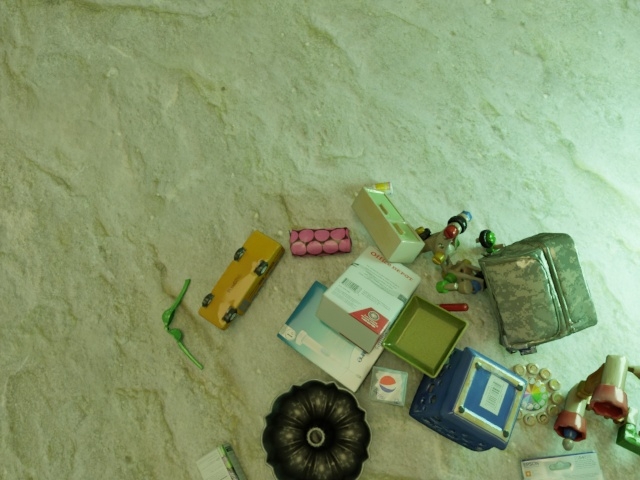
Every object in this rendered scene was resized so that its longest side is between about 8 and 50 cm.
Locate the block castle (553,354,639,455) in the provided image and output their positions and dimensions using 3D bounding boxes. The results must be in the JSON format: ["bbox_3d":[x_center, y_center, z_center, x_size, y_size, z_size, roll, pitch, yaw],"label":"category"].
[{"bbox_3d":[0.885,0.518,1.339,0.453,0.303,0.213,25,57,13],"label":"block castle"}]

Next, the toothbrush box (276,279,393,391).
[{"bbox_3d":[0.049,0.300,1.617,0.295,0.126,0.216,32,79,15],"label":"toothbrush box"}]

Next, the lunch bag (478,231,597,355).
[{"bbox_3d":[0.610,0.150,1.503,0.255,0.212,0.305,-17,94,-5],"label":"lunch bag"}]

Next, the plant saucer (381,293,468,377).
[{"bbox_3d":[0.305,0.279,1.505,0.188,0.045,0.188,28,77,34],"label":"plant saucer"}]

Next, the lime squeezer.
[{"bbox_3d":[-0.469,0.288,1.735,0.109,0.059,0.311,-5,69,-26],"label":"lime squeezer"}]

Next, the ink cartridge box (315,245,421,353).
[{"bbox_3d":[0.146,0.167,1.541,0.197,0.114,0.273,34,48,15],"label":"ink cartridge box"}]

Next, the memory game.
[{"bbox_3d":[0.634,0.459,1.555,0.186,0.012,0.186,-2,74,7],"label":"memory game"}]

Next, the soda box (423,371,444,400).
[{"bbox_3d":[0.346,0.394,1.587,0.062,0.058,0.183,-5,74,6],"label":"soda box"}]

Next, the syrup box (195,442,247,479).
[{"bbox_3d":[-0.271,0.740,1.549,0.096,0.093,0.237,-32,73,-3],"label":"syrup box"}]

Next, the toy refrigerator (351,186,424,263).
[{"bbox_3d":[0.211,-0.054,1.646,0.094,0.102,0.270,-59,41,31],"label":"toy refrigerator"}]

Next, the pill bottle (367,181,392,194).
[{"bbox_3d":[0.204,-0.175,1.776,0.083,0.043,0.044,-7,73,5],"label":"pill bottle"}]

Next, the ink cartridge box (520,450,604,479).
[{"bbox_3d":[0.690,0.720,1.456,0.223,0.045,0.224,-8,72,4],"label":"ink cartridge box"}]

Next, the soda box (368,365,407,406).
[{"bbox_3d":[0.194,0.417,1.480,0.098,0.286,0.091,8,76,11],"label":"soda box"}]

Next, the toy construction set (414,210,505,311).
[{"bbox_3d":[0.382,0.080,1.613,0.237,0.257,0.309,-12,45,49],"label":"toy construction set"}]

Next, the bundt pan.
[{"bbox_3d":[-0.007,0.582,1.545,0.330,0.124,0.331,-2,74,6],"label":"bundt pan"}]

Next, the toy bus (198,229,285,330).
[{"bbox_3d":[-0.255,0.131,1.702,0.108,0.130,0.333,30,80,14],"label":"toy bus"}]

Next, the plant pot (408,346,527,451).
[{"bbox_3d":[0.421,0.436,1.441,0.235,0.212,0.236,30,69,-3],"label":"plant pot"}]

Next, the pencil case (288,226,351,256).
[{"bbox_3d":[0.000,0.000,1.732,0.209,0.095,0.098,-1,53,5],"label":"pencil case"}]
